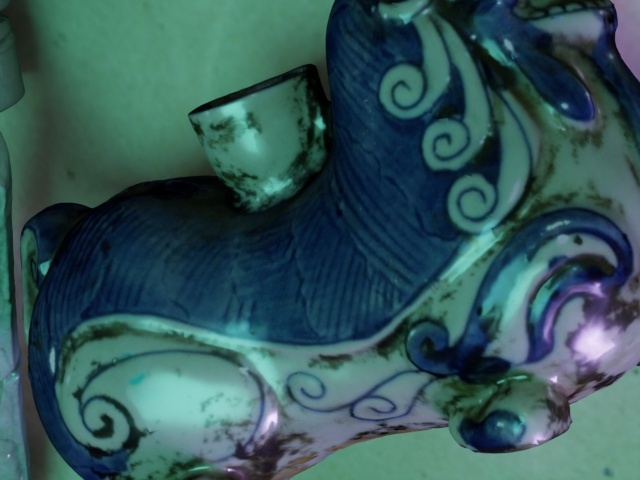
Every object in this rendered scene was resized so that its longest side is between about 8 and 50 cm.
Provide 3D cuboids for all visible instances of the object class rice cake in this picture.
[{"bbox_3d":[-0.156,0.049,0.744,0.042,0.045,0.245,-7,135,-13],"label":"rice cake"}]

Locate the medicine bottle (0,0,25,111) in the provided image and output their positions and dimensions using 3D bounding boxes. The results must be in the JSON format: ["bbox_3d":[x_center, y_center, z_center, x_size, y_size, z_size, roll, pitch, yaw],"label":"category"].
[{"bbox_3d":[-0.170,-0.115,0.682,0.080,0.080,0.130,-1,114,26],"label":"medicine bottle"}]

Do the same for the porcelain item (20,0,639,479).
[{"bbox_3d":[0.000,0.000,0.631,0.288,0.138,0.186,-19,94,30],"label":"porcelain item"}]
